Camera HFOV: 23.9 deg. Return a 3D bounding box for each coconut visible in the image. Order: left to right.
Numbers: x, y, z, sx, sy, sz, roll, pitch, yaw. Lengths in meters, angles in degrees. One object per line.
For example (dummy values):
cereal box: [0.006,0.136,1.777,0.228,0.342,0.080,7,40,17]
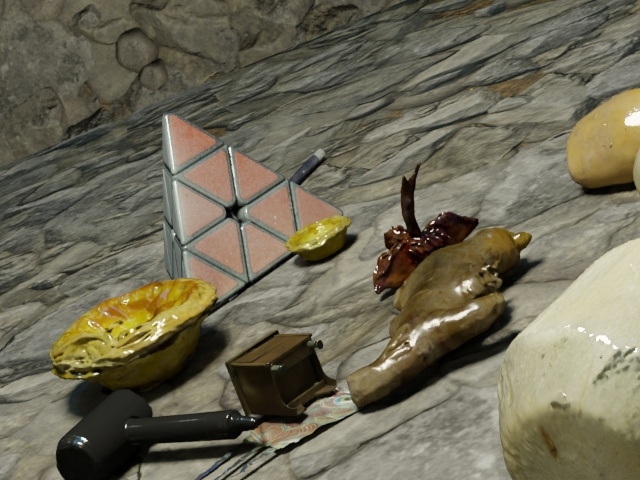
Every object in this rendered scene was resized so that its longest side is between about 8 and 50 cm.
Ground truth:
coconut: [0.274,0.113,1.139,0.266,0.237,0.237,-33,20,-37]

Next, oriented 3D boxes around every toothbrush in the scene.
toothbrush: [-0.054,-0.086,2.493,0.026,0.024,0.288,-28,13,35]

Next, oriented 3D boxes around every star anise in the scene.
star anise: [0.106,-0.023,1.918,0.140,0.144,0.158,-23,16,26]

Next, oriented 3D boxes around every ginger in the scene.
ginger: [0.144,0.066,1.699,0.166,0.080,0.333,-25,11,31]

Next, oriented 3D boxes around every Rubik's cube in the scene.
Rubik's cube: [-0.148,-0.018,2.209,0.233,0.229,0.228,34,94,28]

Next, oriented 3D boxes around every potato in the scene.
potato: [0.388,-0.128,1.928,0.109,0.118,0.178,13,-26,-39]

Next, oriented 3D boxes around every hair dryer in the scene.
hair dryer: [-0.173,0.220,1.667,0.248,0.070,0.114,-6,23,34]

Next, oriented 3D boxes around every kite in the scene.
kite: [-0.061,0.216,1.626,0.229,0.016,0.127,-29,15,-28]

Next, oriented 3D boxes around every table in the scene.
table: [-0.040,0.148,1.673,0.082,0.070,0.083,-5,20,48]

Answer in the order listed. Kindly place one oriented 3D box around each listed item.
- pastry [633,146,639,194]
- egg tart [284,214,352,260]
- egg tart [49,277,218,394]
pastry: [0.445,-0.090,1.779,0.156,0.092,0.156,-27,19,10]
egg tart: [0.000,0.000,2.138,0.105,0.039,0.105,-20,18,7]
egg tart: [-0.234,0.128,1.944,0.241,0.106,0.241,-21,14,6]
